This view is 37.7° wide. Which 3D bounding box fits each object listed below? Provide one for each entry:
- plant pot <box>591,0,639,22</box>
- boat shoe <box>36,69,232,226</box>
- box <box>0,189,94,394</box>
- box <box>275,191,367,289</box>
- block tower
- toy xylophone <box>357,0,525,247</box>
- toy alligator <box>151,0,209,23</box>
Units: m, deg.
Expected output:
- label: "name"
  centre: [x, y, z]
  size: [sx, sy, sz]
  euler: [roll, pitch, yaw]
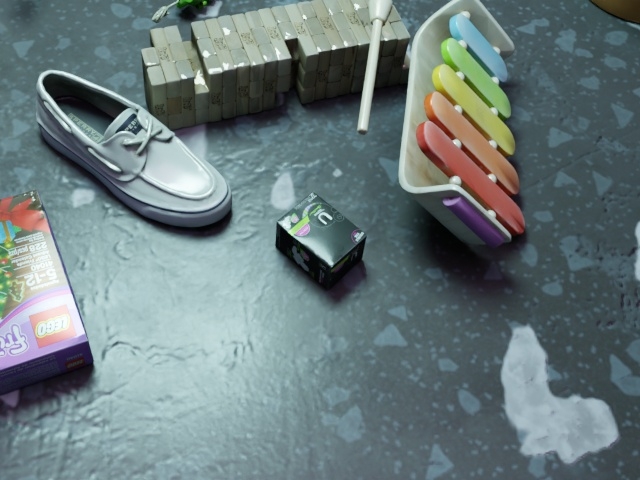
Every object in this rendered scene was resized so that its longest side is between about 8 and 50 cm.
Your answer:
- label: "plant pot"
  centre: [0.467, -0.436, 1.278]
  size: [0.290, 0.203, 0.291]
  euler: [2, 56, -4]
- label: "boat shoe"
  centre: [-0.217, -0.112, 1.073]
  size: [0.267, 0.088, 0.096]
  euler: [35, 60, 17]
- label: "box"
  centre: [-0.401, 0.078, 0.950]
  size: [0.293, 0.057, 0.201]
  euler: [-18, 61, -16]
- label: "box"
  centre: [0.000, 0.000, 1.041]
  size: [0.083, 0.052, 0.062]
  euler: [40, 64, 18]
- label: "block tower"
  centre: [-0.051, -0.226, 1.160]
  size: [0.335, 0.097, 0.091]
  euler: [-13, 60, -15]
- label: "toy xylophone"
  centre: [0.145, -0.149, 1.075]
  size: [0.081, 0.236, 0.323]
  euler: [-20, 56, 36]
- label: "toy alligator"
  centre: [-0.161, -0.336, 1.250]
  size: [0.051, 0.056, 0.190]
  euler: [44, 54, -25]
